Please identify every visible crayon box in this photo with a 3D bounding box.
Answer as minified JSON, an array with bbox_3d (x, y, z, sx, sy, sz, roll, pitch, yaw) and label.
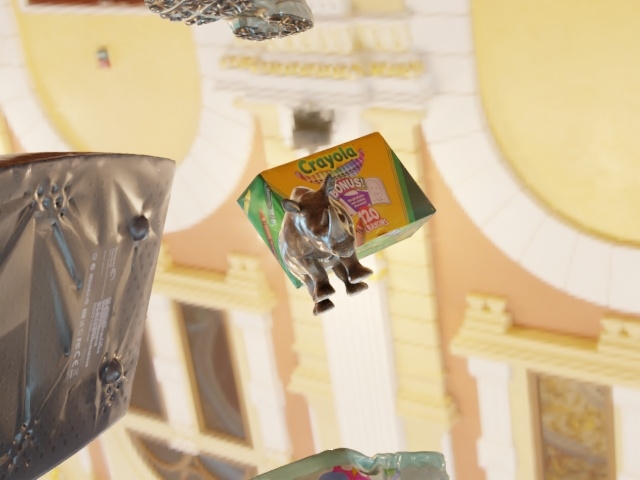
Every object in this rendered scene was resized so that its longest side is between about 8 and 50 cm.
[{"bbox_3d":[0.028,-0.052,1.815,0.278,0.165,0.081,-24,163,-44],"label":"crayon box"}]

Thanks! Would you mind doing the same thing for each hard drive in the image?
[{"bbox_3d":[-0.154,0.039,0.566,0.054,0.171,0.255,16,-168,15],"label":"hard drive"}]

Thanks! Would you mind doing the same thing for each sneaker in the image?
[{"bbox_3d":[-0.112,-0.304,1.325,0.110,0.122,0.283,-14,171,24],"label":"sneaker"}]

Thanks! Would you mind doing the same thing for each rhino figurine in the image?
[{"bbox_3d":[0.000,0.000,1.151,0.073,0.106,0.243,-25,170,-7],"label":"rhino figurine"}]

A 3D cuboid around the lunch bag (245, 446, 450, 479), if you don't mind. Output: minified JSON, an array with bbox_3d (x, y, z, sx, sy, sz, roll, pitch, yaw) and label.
[{"bbox_3d":[-0.031,0.272,0.789,0.262,0.223,0.160,-22,159,28],"label":"lunch bag"}]
